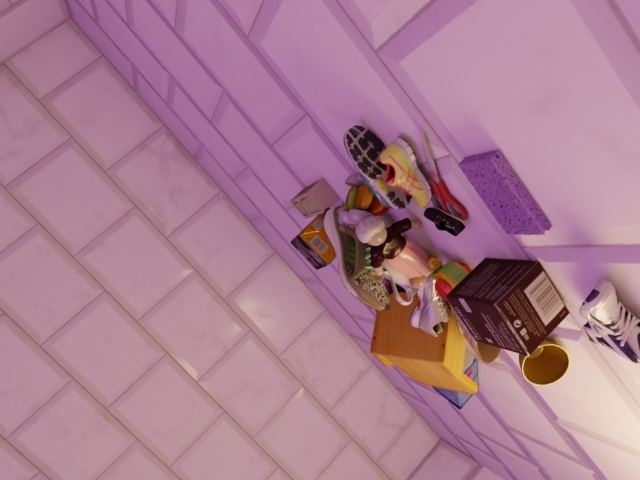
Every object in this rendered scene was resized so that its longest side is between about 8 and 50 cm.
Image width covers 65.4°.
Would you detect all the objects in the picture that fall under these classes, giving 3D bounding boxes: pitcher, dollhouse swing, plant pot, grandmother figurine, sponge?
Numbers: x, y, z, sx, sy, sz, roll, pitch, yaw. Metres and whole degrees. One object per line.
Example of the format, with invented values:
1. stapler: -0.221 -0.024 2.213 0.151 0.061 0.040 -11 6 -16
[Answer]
1. pitcher: 0.262 0.107 1.708 0.207 0.178 0.125 48 132 -3
2. dollhouse swing: 0.426 0.389 1.901 0.304 0.316 0.346 23 161 -36
3. plant pot: 0.622 0.331 1.424 0.134 0.134 0.095 51 -170 -16
4. grandmother figurine: 0.229 0.020 1.507 0.342 0.208 0.104 31 -179 -40
5. sponge: 0.397 -0.098 1.080 0.210 0.031 0.117 50 165 -13

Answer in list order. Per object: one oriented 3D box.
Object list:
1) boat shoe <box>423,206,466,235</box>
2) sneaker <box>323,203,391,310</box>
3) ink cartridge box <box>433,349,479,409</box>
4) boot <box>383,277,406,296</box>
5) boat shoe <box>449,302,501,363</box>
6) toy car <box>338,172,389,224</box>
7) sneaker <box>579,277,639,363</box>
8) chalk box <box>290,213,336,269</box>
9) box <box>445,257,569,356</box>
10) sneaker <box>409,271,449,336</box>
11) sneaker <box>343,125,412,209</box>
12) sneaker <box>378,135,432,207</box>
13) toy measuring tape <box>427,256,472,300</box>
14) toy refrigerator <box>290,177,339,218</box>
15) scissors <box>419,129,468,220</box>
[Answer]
1. boat shoe: 0.321 -0.052 1.322 0.133 0.042 0.049 32 163 45
2. sneaker: 0.148 0.030 1.631 0.182 0.158 0.411 -38 66 37
3. ink cartridge box: 0.543 0.564 2.181 0.270 0.151 0.396 36 163 35
4. boot: 0.362 0.229 1.985 0.206 0.090 0.249 18 148 35
5. boat shoe: 0.497 0.268 1.622 0.302 0.109 0.098 59 167 -22
6. toy car: 0.145 -0.123 1.547 0.136 0.159 0.182 13 175 -20
7. sneaker: 0.630 0.176 1.030 0.153 0.094 0.235 32 160 40
8. chalk box: 0.000 0.000 2.148 0.180 0.179 0.289 46 166 -3
9. box: 0.471 0.161 1.268 0.169 0.167 0.203 53 164 -12
10. sneaker: 0.388 0.207 1.667 0.121 0.099 0.263 31 132 34
11. sneaker: 0.141 -0.190 1.381 0.275 0.107 0.110 53 159 -23
12. sneaker: 0.212 -0.160 1.282 0.209 0.094 0.081 56 176 -26
13. toy measuring tape: 0.437 0.166 1.459 0.330 0.121 0.121 49 167 22
14. toy refrigerator: -0.030 -0.159 1.975 0.102 0.094 0.269 49 166 -10
15. scissors: 0.284 -0.156 1.258 0.297 0.021 0.109 53 166 -27
